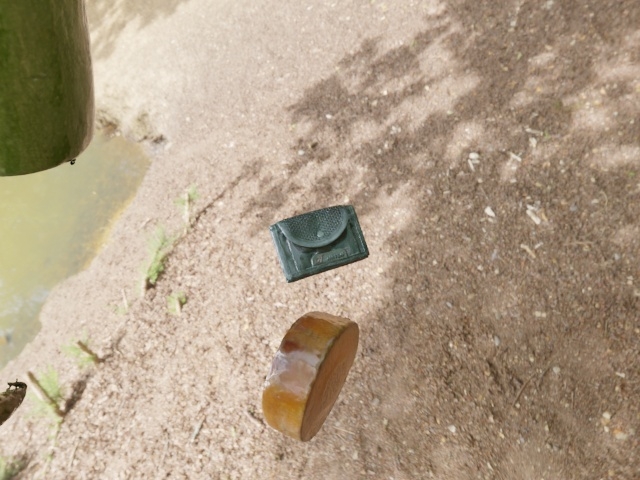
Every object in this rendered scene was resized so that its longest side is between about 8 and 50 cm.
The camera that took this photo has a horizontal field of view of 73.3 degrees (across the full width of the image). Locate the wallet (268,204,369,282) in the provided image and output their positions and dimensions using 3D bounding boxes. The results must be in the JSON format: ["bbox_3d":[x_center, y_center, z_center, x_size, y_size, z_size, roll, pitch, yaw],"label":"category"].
[{"bbox_3d":[0.000,0.000,0.605,0.129,0.026,0.089,-17,83,-16],"label":"wallet"}]

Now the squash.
[{"bbox_3d":[-0.328,-0.210,0.423,0.189,0.261,0.189,8,43,-8],"label":"squash"}]

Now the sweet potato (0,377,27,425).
[{"bbox_3d":[-0.584,0.248,0.567,0.130,0.422,0.131,-5,72,16],"label":"sweet potato"}]

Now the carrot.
[{"bbox_3d":[-0.012,0.292,0.917,0.100,0.308,0.258,25,43,26],"label":"carrot"}]
